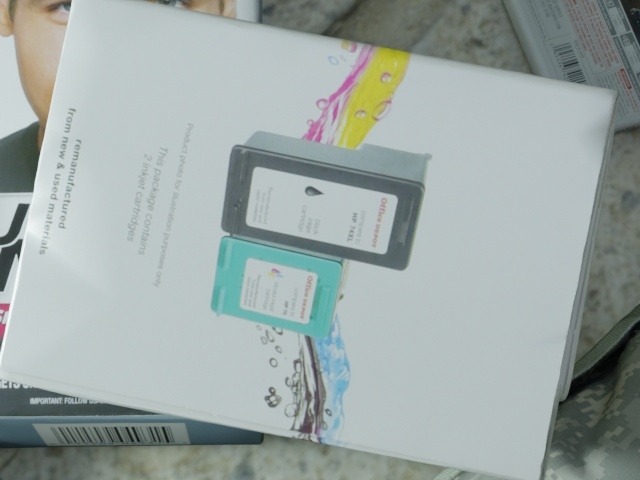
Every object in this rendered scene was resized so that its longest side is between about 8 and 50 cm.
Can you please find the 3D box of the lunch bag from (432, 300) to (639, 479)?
[{"bbox_3d":[0.198,0.195,1.063,0.305,0.212,0.256,-37,87,-16],"label":"lunch bag"}]

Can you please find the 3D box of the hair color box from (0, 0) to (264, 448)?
[{"bbox_3d":[-0.128,-0.061,1.133,0.185,0.113,0.374,-1,73,-2],"label":"hair color box"}]

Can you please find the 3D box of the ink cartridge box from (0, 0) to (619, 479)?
[{"bbox_3d":[0.000,0.000,0.934,0.270,0.198,0.197,11,89,3],"label":"ink cartridge box"}]

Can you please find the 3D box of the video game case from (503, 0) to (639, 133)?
[{"bbox_3d":[0.219,-0.176,1.278,0.173,0.022,0.190,-17,76,-13],"label":"video game case"}]
